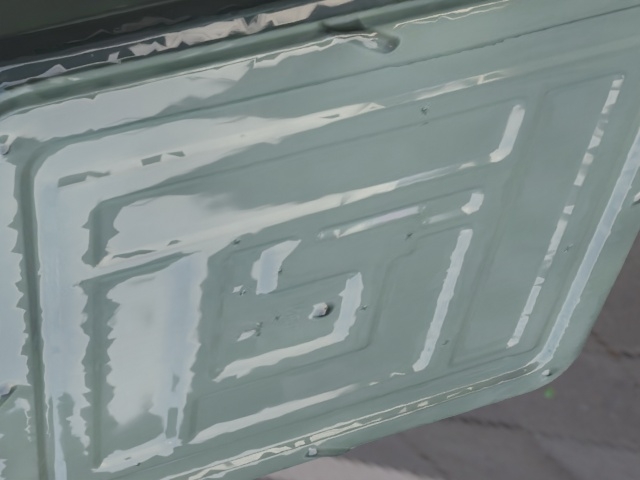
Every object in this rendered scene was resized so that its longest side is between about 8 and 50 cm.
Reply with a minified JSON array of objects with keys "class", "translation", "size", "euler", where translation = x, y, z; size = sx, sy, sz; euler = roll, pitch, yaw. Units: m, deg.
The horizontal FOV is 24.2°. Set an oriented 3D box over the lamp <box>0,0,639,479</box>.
[{"class":"lamp","translation":[0.000,0.000,0.516],"size":[0.269,0.266,0.047],"euler":[100,149,-53]}]
